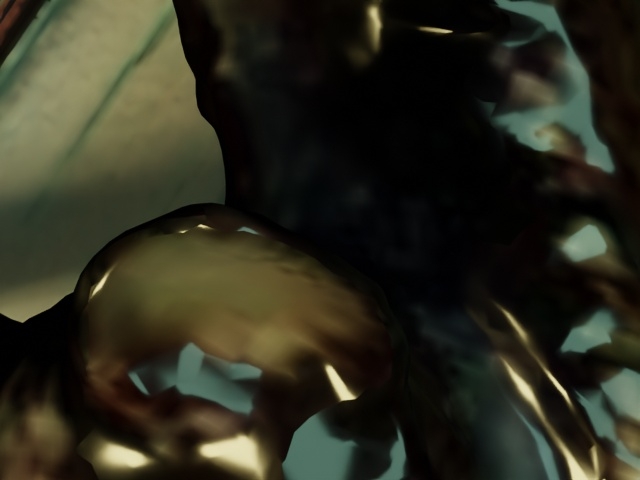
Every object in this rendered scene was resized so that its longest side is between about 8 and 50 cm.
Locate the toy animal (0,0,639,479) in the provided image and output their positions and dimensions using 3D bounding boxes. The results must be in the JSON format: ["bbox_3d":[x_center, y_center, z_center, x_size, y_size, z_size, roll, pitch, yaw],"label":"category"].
[{"bbox_3d":[0.000,0.000,0.441,0.302,0.194,0.344,28,70,-27],"label":"toy animal"}]
